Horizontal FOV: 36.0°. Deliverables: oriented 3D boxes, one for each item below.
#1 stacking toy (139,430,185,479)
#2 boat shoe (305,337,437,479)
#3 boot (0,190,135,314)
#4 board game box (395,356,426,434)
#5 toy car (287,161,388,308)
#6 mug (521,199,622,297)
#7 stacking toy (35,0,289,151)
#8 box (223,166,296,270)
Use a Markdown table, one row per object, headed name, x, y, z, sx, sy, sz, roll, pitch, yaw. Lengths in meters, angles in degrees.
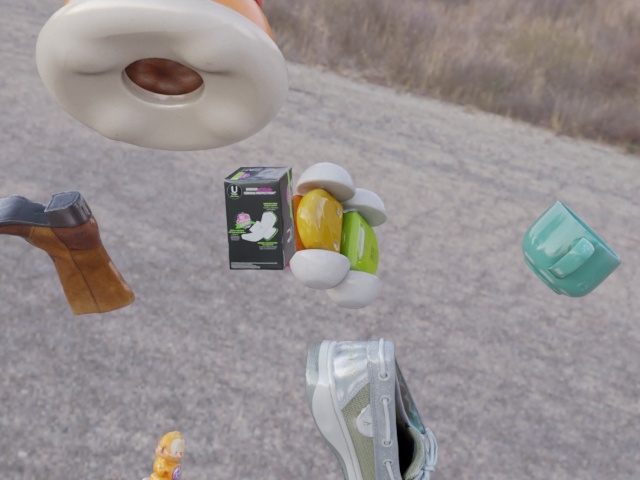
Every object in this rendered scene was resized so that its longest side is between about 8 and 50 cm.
| name | x | y | z | sx | sy | sz | roll | pitch | yaw |
| --- | --- | --- | --- | --- | --- | --- | --- | --- | --- |
| stacking toy | -0.298 | 0.477 | 1.716 | 0.166 | 0.302 | 0.175 | 19 | -4 | 32 |
| boat shoe | 0.078 | 0.225 | 1.117 | 0.103 | 0.320 | 0.118 | -11 | 39 | 18 |
| boot | -0.542 | 0.034 | 2.008 | 0.264 | 0.280 | 0.096 | -10 | 37 | 11 |
| board game box | 0.110 | 0.303 | 1.885 | 0.126 | 0.186 | 0.026 | -22 | 0 | 8 |
| toy car | 0.000 | 0.000 | 1.269 | 0.136 | 0.159 | 0.182 | -10 | -27 | 33 |
| mug | 0.346 | 0.016 | 1.411 | 0.158 | 0.097 | 0.129 | 24 | 24 | -52 |
| stacking toy | -0.208 | -0.405 | 1.463 | 0.350 | 0.480 | 0.350 | 3 | -26 | 1 |
| box | -0.053 | -0.021 | 0.887 | 0.052 | 0.083 | 0.062 | 1 | 16 | 10 |
